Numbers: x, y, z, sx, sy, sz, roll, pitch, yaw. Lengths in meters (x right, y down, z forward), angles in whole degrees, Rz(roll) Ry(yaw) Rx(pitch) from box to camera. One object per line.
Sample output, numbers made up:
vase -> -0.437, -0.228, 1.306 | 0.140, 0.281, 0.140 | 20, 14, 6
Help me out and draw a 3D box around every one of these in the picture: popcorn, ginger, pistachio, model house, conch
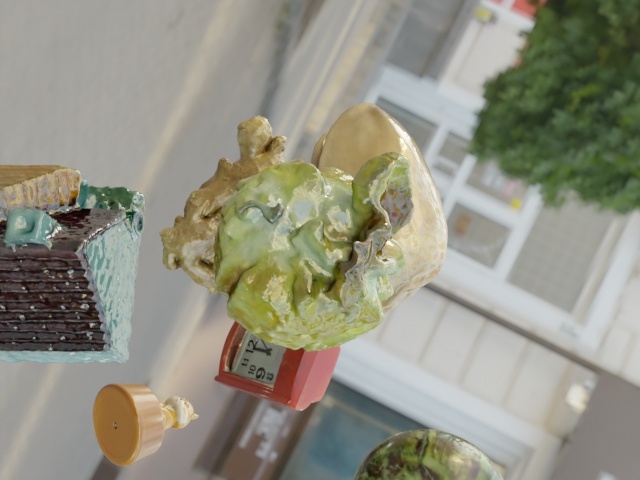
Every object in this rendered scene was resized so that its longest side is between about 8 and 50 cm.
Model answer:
popcorn -> 0.000, 0.000, 1.412 | 0.212, 0.198, 0.198 | -28, -165, 26
ginger -> -0.107, -0.033, 1.746 | 0.052, 0.176, 0.193 | 24, -48, 65
pistachio -> 0.057, -0.033, 1.656 | 0.157, 0.157, 0.230 | 109, -29, -70
model house -> -0.361, 0.005, 1.686 | 0.249, 0.280, 0.230 | 63, 28, -66
conch -> 0.123, 0.297, 1.642 | 0.181, 0.187, 0.124 | -21, 174, -23

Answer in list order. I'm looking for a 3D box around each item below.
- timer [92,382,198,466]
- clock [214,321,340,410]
timer -> -0.267, 0.282, 2.408 | 0.152, 0.132, 0.132 | -8, 135, -41
clock -> -0.052, 0.139, 1.824 | 0.155, 0.061, 0.113 | 13, -102, 48
